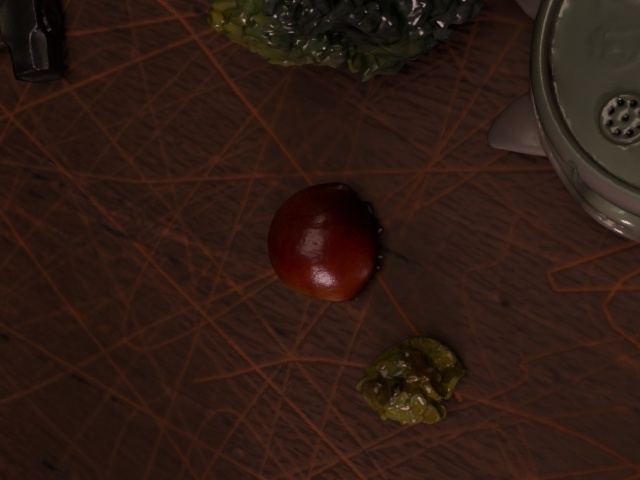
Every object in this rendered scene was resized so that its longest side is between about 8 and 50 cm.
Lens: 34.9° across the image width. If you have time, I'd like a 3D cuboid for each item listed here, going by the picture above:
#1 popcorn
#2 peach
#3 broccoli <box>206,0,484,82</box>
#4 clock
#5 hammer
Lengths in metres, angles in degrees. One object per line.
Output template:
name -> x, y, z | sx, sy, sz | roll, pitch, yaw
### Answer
popcorn -> 0.069, 0.105, 0.782 | 0.083, 0.068, 0.059 | -24, 125, -5
peach -> 0.000, 0.001, 0.804 | 0.098, 0.061, 0.098 | 0, 90, 27
broccoli -> 0.005, -0.293, 0.733 | 0.293, 0.347, 0.281 | -32, 38, -21
clock -> 0.264, -0.118, 0.669 | 0.324, 0.109, 0.265 | 6, 91, 28
hammer -> -0.404, -0.175, 0.966 | 0.365, 0.043, 0.111 | -9, 86, 21
